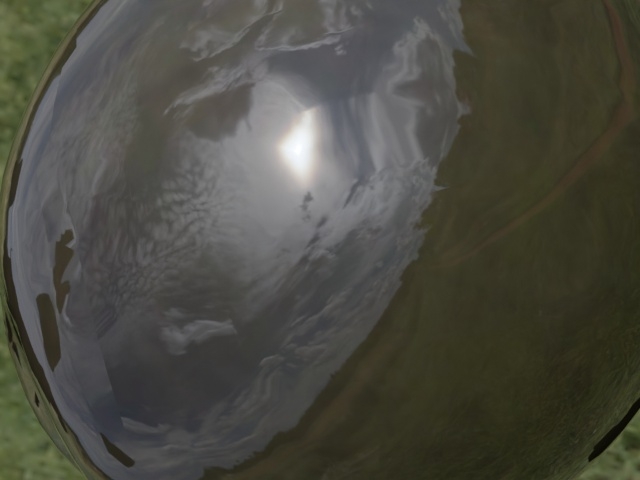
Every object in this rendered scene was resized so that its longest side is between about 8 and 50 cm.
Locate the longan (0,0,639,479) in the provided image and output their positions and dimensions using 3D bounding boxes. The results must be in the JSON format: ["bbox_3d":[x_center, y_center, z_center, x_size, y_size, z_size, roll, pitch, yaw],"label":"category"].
[{"bbox_3d":[0.000,0.000,0.569,0.248,0.248,0.248,-32,49,46],"label":"longan"}]
